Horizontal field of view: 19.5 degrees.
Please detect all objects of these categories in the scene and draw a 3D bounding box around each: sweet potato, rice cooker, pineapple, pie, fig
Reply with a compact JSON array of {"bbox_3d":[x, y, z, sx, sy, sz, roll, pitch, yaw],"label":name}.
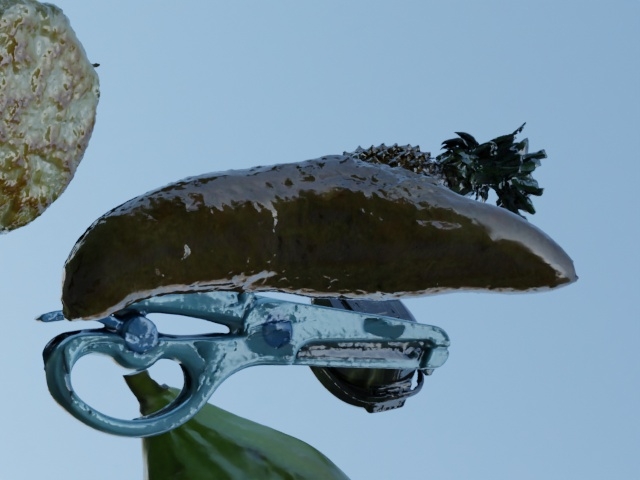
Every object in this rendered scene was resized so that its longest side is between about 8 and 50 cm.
[{"bbox_3d":[-0.002,-0.003,1.236,0.092,0.341,0.114,99,-14,-47],"label":"sweet potato"},{"bbox_3d":[0.046,0.109,2.020,0.165,0.112,0.106,46,-45,46],"label":"rice cooker"},{"bbox_3d":[0.098,-0.046,1.705,0.083,0.221,0.103,-166,-111,-74],"label":"pineapple"},{"bbox_3d":[-0.263,-0.098,1.467,0.084,0.205,0.179,29,-2,37],"label":"pie"},{"bbox_3d":[-0.056,0.266,1.764,0.233,0.233,0.314,-8,-90,49],"label":"fig"}]

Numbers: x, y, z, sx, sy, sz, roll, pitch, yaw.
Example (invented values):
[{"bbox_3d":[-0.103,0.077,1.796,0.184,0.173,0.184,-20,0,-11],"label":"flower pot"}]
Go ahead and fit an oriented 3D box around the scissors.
[{"bbox_3d":[-0.053,0.082,1.567,0.032,0.393,0.180,-10,-104,59],"label":"scissors"}]
